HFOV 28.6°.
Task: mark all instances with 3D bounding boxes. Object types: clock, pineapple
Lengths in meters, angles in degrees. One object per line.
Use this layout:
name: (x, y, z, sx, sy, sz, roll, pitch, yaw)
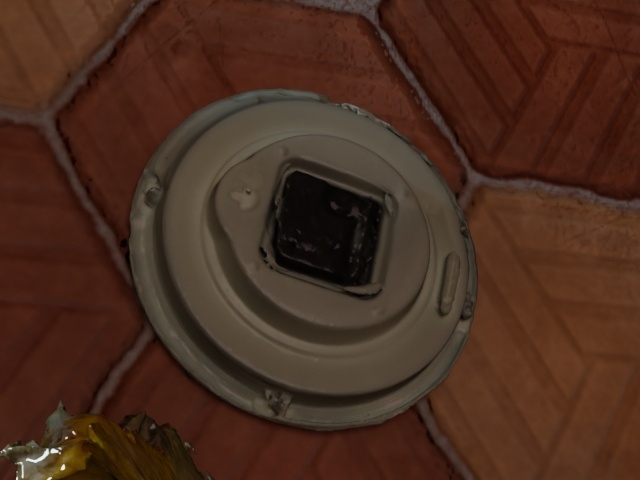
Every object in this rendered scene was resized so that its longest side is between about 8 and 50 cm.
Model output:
clock: (0.000, 0.000, 0.788, 0.236, 0.053, 0.237, 8, 66, -18)
pineapple: (-0.114, 0.166, 0.642, 0.139, 0.250, 0.164, -35, 46, 2)
